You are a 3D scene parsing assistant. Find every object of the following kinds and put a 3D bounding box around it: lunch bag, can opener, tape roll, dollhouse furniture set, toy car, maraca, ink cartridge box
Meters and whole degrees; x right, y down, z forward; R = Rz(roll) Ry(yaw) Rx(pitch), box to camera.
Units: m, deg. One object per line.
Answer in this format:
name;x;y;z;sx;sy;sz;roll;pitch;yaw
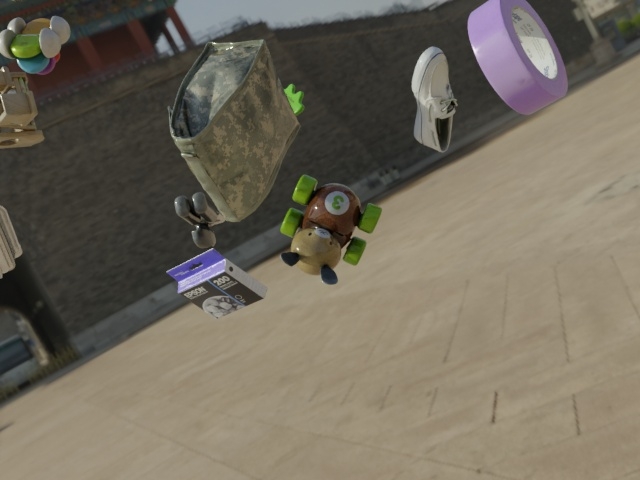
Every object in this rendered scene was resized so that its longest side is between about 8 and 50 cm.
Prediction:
lunch bag;-0.180;-0.211;1.399;0.169;0.235;0.287;4;53;25
can opener;-0.265;-0.038;1.607;0.076;0.095;0.283;-11;-6;-1
tape roll;0.455;-0.430;1.629;0.090;0.275;0.275;-27;4;38
dollhouse furniture set;-0.491;-0.257;1.120;0.101;0.182;0.161;-13;-5;-43
toy car;0.000;0.000;1.216;0.188;0.155;0.149;-63;-3;-55
maraca;-0.101;-0.266;1.607;0.099;0.127;0.185;19;-70;-48
toy car;-0.758;-0.515;1.901;0.159;0.136;0.182;-1;40;3
ink cartridge box;-0.291;0.124;1.955;0.206;0.208;0.045;-25;38;36

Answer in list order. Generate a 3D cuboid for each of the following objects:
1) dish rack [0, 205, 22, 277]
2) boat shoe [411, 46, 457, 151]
dish rack;-0.823;0.019;1.560;0.285;0.072;0.333;-4;-22;-17
boat shoe;0.229;-0.265;1.357;0.083;0.076;0.226;-40;-31;-18
